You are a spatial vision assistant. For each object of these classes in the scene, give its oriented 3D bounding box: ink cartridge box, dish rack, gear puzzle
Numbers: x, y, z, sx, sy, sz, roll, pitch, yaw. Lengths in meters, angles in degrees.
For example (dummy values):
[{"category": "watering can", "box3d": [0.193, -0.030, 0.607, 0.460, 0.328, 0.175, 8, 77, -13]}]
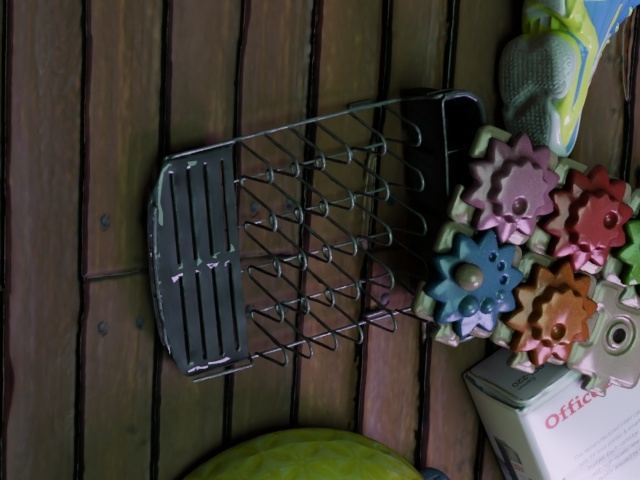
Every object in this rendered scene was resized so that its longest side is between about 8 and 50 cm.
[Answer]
[{"category": "ink cartridge box", "box3d": [0.236, 0.169, 1.720, 0.158, 0.092, 0.218, -34, 122, -18]}, {"category": "dish rack", "box3d": [0.000, 0.000, 1.531, 0.271, 0.074, 0.208, -15, 113, -26]}, {"category": "gear puzzle", "box3d": [0.235, 0.039, 1.599, 0.339, 0.044, 0.175, 20, 93, -31]}]

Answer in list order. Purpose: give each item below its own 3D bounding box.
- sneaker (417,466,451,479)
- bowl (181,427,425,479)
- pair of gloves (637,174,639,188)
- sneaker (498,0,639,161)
[{"category": "sneaker", "box3d": [0.116, 0.251, 1.703, 0.053, 0.059, 0.144, -26, 105, 13]}, {"category": "bowl", "box3d": [-0.001, 0.307, 1.561, 0.289, 0.156, 0.289, -7, 111, -20]}, {"category": "pair of gloves", "box3d": [0.347, -0.081, 1.745, 0.159, 0.023, 0.198, 0, 105, -31]}, {"category": "sneaker", "box3d": [0.216, -0.175, 1.592, 0.126, 0.091, 0.240, -7, 109, -30]}]
